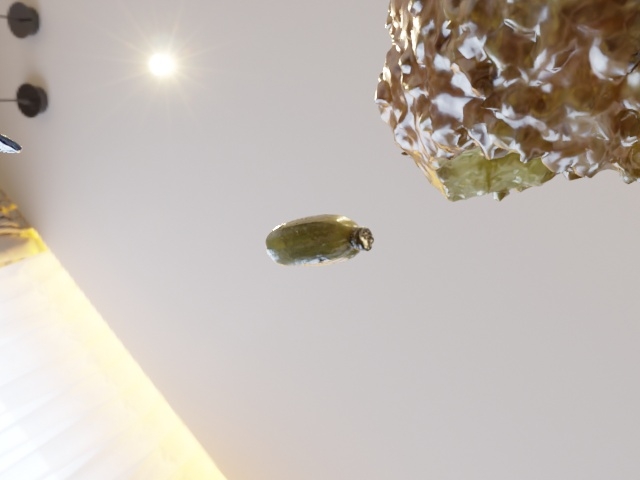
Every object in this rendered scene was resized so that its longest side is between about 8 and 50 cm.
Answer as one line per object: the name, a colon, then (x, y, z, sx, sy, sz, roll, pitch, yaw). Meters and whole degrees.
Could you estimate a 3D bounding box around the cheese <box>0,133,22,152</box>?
cheese: (-0.375, -0.139, 0.498, 0.188, 0.286, 0.074, 11, -106, 40)

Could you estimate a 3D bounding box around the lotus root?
lotus root: (0.000, -0.001, 0.991, 0.183, 0.090, 0.077, -8, -97, 33)

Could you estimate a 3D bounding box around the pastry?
pastry: (0.206, -0.202, 0.497, 0.292, 0.405, 0.338, 2, -90, -12)
